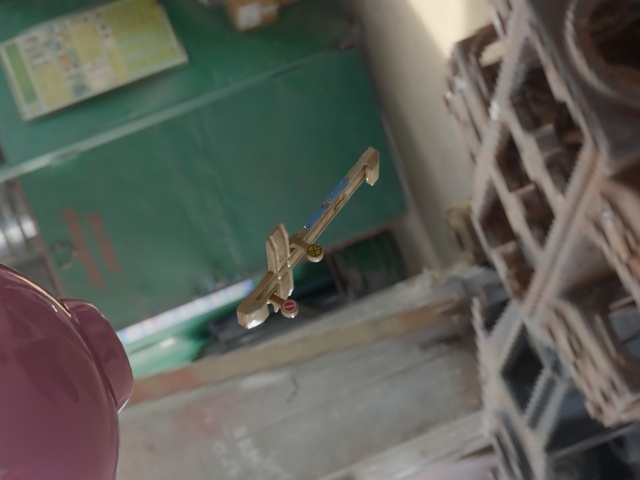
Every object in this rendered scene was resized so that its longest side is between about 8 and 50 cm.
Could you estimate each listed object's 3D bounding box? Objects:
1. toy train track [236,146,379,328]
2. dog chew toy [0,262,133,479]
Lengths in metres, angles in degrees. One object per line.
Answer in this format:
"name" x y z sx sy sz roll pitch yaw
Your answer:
"toy train track" 0.000 0.000 0.499 0.014 0.083 0.048 29 153 19
"dog chew toy" -0.216 0.113 0.482 0.206 0.332 0.206 44 149 35
